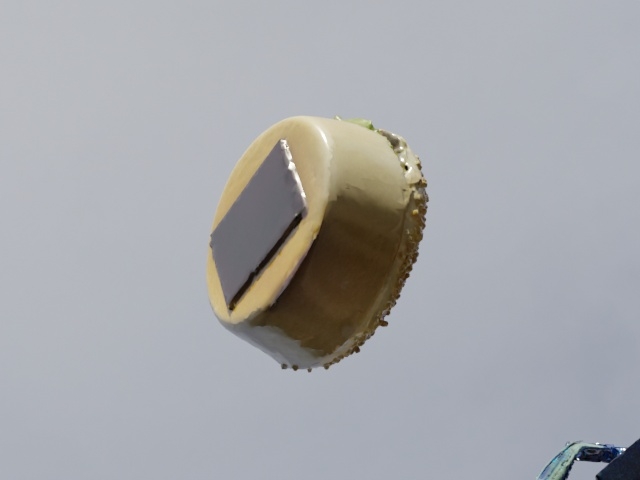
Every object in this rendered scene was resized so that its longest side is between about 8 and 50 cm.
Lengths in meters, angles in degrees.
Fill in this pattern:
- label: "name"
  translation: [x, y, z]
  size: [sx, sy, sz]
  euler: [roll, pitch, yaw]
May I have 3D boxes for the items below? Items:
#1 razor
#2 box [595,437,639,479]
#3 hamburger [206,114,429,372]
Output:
- label: "razor"
  translation: [0.259, 0.282, 1.414]
  size: [0.093, 0.324, 0.056]
  euler: [-2, -78, 35]
- label: "box"
  translation: [0.490, 0.212, 1.409]
  size: [0.279, 0.261, 0.116]
  euler: [-47, -116, 29]
- label: "hamburger"
  translation: [0.000, 0.000, 1.397]
  size: [0.170, 0.302, 0.302]
  euler: [21, -78, -30]
